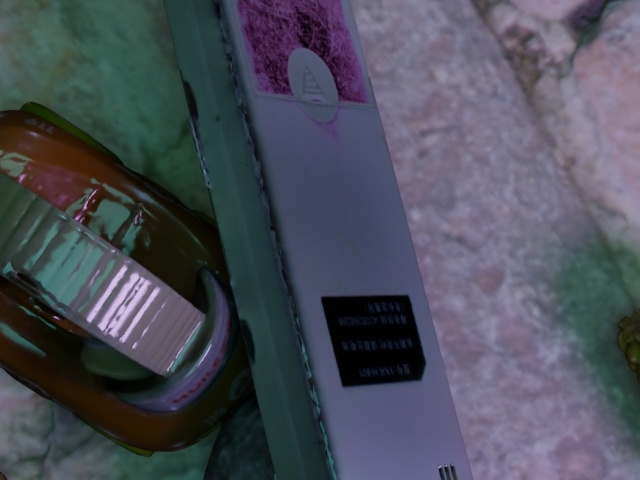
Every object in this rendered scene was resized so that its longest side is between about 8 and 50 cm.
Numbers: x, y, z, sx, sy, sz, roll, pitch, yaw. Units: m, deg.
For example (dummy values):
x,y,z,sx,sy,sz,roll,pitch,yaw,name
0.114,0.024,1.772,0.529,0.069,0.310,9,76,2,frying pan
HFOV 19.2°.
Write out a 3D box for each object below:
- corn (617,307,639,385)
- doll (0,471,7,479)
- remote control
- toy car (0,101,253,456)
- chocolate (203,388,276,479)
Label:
x,y,z,sx,sy,sz,roll,pitch,yaw,name
0.289,0.164,1.147,0.101,0.101,0.310,-28,89,-5,corn
-0.187,0.185,1.127,0.061,0.051,0.093,-11,93,-33,doll
-0.001,0.000,1.079,0.050,0.145,0.344,-21,76,33,remote control
-0.130,0.024,1.052,0.235,0.235,0.145,33,86,-4,toy car
-0.034,0.202,1.115,0.110,0.110,0.248,20,87,-4,chocolate
